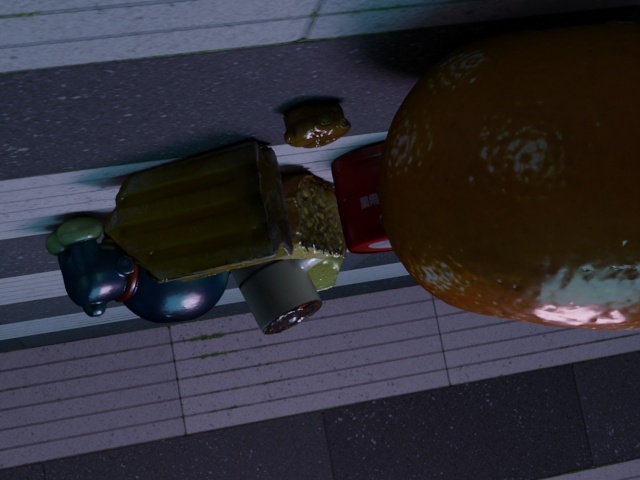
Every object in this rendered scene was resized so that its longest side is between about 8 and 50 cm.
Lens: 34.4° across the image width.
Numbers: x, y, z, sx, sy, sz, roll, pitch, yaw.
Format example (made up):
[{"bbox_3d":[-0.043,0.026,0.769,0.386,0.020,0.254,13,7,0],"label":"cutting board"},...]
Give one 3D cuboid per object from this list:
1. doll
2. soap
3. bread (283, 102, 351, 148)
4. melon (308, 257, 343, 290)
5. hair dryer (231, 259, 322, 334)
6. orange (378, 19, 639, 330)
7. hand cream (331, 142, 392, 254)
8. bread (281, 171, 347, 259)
[{"bbox_3d":[-0.290,0.048,1.735,0.322,0.186,0.198,-3,170,-25],"label":"doll"},{"bbox_3d":[-0.176,-0.029,1.431,0.258,0.160,0.080,-13,173,23],"label":"soap"},{"bbox_3d":[-0.007,-0.141,1.275,0.081,0.046,0.083,-17,169,23],"label":"bread"},{"bbox_3d":[-0.052,0.074,2.404,0.196,0.124,0.323,-9,177,-6],"label":"melon"},{"bbox_3d":[0.000,0.000,1.878,0.362,0.203,0.128,-33,164,18],"label":"hair dryer"},{"bbox_3d":[0.268,-0.074,1.127,0.424,0.326,0.424,4,-176,0],"label":"orange"},{"bbox_3d":[0.134,-0.066,1.608,0.230,0.149,0.230,-10,174,-1],"label":"hand cream"},{"bbox_3d":[-0.048,-0.032,1.683,0.134,0.129,0.260,-6,173,21],"label":"bread"}]
